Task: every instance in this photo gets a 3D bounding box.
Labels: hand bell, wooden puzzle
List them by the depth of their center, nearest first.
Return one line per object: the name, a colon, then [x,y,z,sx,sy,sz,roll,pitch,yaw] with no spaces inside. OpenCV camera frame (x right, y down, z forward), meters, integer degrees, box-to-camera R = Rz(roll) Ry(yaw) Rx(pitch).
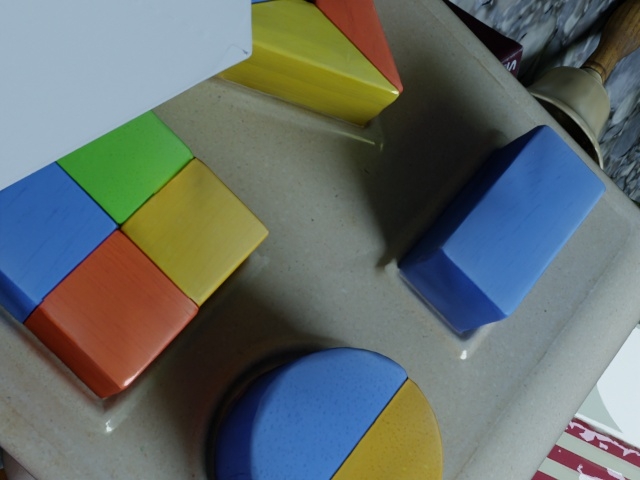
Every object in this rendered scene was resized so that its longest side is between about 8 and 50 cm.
wooden puzzle: [0.000,0.000,0.504,0.322,0.348,0.080,-48,-168,-26]
hand bell: [0.246,-0.150,0.969,0.242,0.126,0.126,-48,155,-30]

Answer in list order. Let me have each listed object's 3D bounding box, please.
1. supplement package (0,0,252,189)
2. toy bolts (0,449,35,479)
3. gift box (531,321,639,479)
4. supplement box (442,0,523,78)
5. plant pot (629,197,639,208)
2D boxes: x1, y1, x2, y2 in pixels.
supplement package: [-0.141,-0.150,0.321,0.204,0.145,0.262,-34,149,-28]
toy bolts: [-0.105,0.132,0.630,0.159,0.218,0.229,-78,174,-49]
gift box: [0.118,0.083,0.819,0.255,0.258,0.276,-60,-171,10]
supplement box: [-0.011,-0.069,0.631,0.239,0.130,0.073,-34,150,-26]
plant pot: [0.257,0.102,1.144,0.274,0.274,0.294,-22,125,-42]
